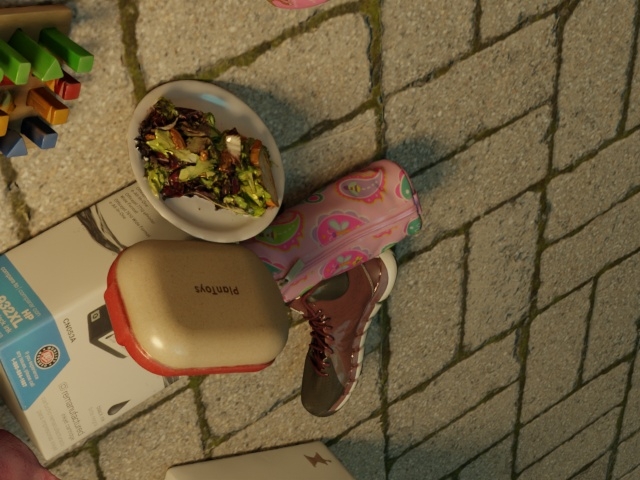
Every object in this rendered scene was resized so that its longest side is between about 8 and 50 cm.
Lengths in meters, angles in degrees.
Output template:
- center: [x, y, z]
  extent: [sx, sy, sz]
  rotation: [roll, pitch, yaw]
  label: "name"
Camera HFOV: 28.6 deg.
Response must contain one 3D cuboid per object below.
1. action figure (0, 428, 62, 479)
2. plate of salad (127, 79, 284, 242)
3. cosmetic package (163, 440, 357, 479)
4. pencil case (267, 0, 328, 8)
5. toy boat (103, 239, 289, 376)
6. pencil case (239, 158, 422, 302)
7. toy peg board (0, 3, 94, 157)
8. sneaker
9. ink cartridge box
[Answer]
- center: [-0.419, 0.303, 1.325]
  extent: [0.248, 0.276, 0.370]
  rotation: [-51, -174, -8]
  label: "action figure"
- center: [-0.120, -0.094, 1.401]
  extent: [0.200, 0.199, 0.048]
  rotation: [-12, 167, -38]
  label: "plate of salad"
- center: [-0.088, 0.574, 1.923]
  extent: [0.327, 0.329, 0.393]
  rotation: [-1, 123, -44]
  label: "cosmetic package"
- center: [-0.082, -0.382, 1.190]
  extent: [0.386, 0.160, 0.167]
  rotation: [38, 50, -53]
  label: "pencil case"
- center: [-0.149, 0.091, 1.383]
  extent: [0.231, 0.151, 0.151]
  rotation: [3, 149, -45]
  label: "toy boat"
- center: [0.000, 0.000, 1.653]
  extent: [0.284, 0.124, 0.124]
  rotation: [-29, 140, -24]
  label: "pencil case"
- center: [-0.307, -0.138, 1.235]
  extent: [0.161, 0.079, 0.160]
  rotation: [-16, 134, -46]
  label: "toy peg board"
- center: [-0.009, 0.120, 1.788]
  extent: [0.162, 0.106, 0.281]
  rotation: [7, 108, -42]
  label: "sneaker"
- center: [-0.243, 0.081, 1.479]
  extent: [0.307, 0.129, 0.223]
  rotation: [-31, 140, -21]
  label: "ink cartridge box"
